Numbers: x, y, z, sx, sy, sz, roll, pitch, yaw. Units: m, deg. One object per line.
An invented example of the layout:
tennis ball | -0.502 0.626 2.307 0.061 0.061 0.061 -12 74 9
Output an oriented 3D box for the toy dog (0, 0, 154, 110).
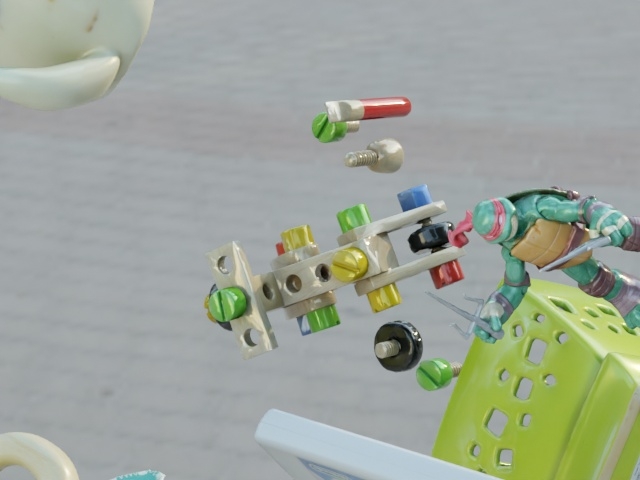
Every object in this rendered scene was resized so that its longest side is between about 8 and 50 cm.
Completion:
toy dog | -0.348 -0.306 1.653 0.407 0.284 0.395 25 56 -14

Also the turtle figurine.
turtle figurine | 0.207 0.008 1.511 0.234 0.175 0.118 10 55 -31

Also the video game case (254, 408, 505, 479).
video game case | 0.140 0.257 1.420 0.329 0.300 0.036 12 64 38

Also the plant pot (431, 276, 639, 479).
plant pot | 0.287 0.190 1.835 0.227 0.228 0.207 13 13 -36

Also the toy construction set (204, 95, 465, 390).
toy construction set | 0.000 0.000 1.893 0.257 0.309 0.237 10 11 37

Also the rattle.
rattle | -0.225 0.198 1.293 0.199 0.143 0.130 6 66 34
